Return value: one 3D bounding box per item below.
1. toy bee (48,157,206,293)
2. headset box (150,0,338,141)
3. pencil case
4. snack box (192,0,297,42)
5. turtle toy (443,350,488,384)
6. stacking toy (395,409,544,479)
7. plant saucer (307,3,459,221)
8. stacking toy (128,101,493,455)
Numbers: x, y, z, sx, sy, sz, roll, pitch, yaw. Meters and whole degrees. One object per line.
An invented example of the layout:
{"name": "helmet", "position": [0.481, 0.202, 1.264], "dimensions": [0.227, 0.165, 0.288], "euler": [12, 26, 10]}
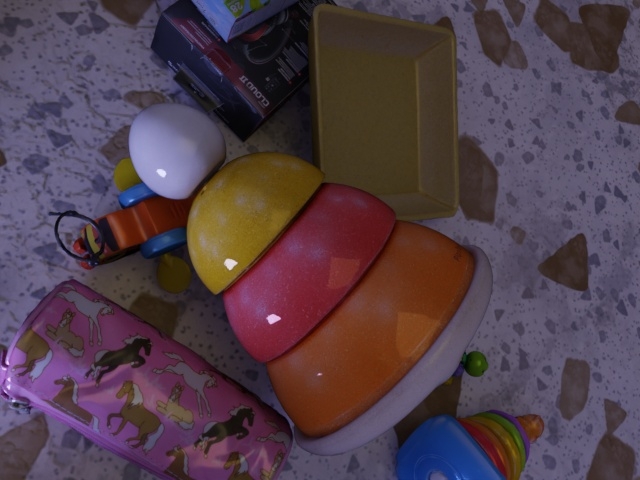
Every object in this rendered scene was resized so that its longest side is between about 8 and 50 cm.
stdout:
{"name": "toy bee", "position": [-0.267, -0.024, 0.875], "dimensions": [0.298, 0.162, 0.195], "euler": [11, 62, -48]}
{"name": "headset box", "position": [-0.114, -0.324, 1.025], "dimensions": [0.218, 0.110, 0.293], "euler": [45, 63, -8]}
{"name": "pencil case", "position": [-0.217, 0.215, 0.815], "dimensions": [0.386, 0.160, 0.167], "euler": [35, 86, -14]}
{"name": "snack box", "position": [-0.115, -0.426, 0.950], "dimensions": [0.207, 0.070, 0.174], "euler": [-40, 91, -26]}
{"name": "turtle toy", "position": [0.226, 0.199, 1.075], "dimensions": [0.130, 0.066, 0.095], "euler": [22, 69, -19]}
{"name": "stacking toy", "position": [0.284, 0.343, 1.031], "dimensions": [0.301, 0.175, 0.166], "euler": [-10, 49, -42]}
{"name": "plant saucer", "position": [0.098, -0.195, 1.045], "dimensions": [0.332, 0.081, 0.333], "euler": [-7, 97, -40]}
{"name": "stacking toy", "position": [-0.050, 0.002, 0.818], "dimensions": [0.480, 0.350, 0.350], "euler": [44, 63, -5]}
